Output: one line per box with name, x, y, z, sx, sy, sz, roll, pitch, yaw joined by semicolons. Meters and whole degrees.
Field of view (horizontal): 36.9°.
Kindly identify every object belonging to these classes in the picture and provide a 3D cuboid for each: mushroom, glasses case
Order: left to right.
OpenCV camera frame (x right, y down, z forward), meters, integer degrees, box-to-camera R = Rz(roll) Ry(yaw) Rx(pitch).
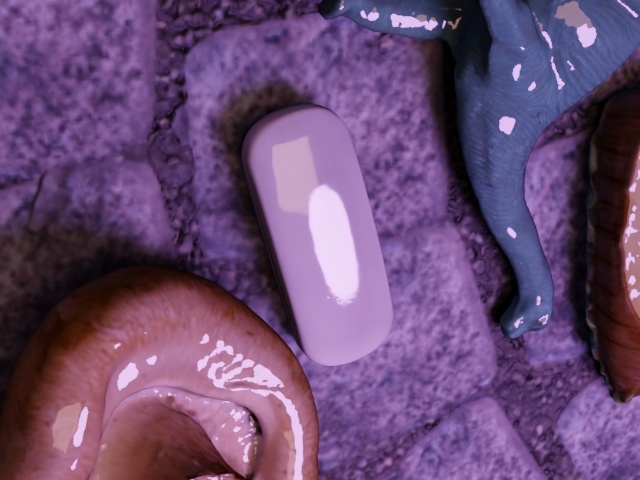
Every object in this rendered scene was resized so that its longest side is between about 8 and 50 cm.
mushroom;-0.108;0.159;0.620;0.278;0.146;0.278;-4;96;-43
glasses case;0.000;0.000;0.671;0.076;0.049;0.197;-22;116;-13

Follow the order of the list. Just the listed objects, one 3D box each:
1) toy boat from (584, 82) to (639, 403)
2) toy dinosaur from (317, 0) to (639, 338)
toy boat;0.259;0.023;0.753;0.108;0.099;0.293;2;111;7
toy dinosaur;0.199;-0.136;0.672;0.383;0.129;0.331;-43;125;6
